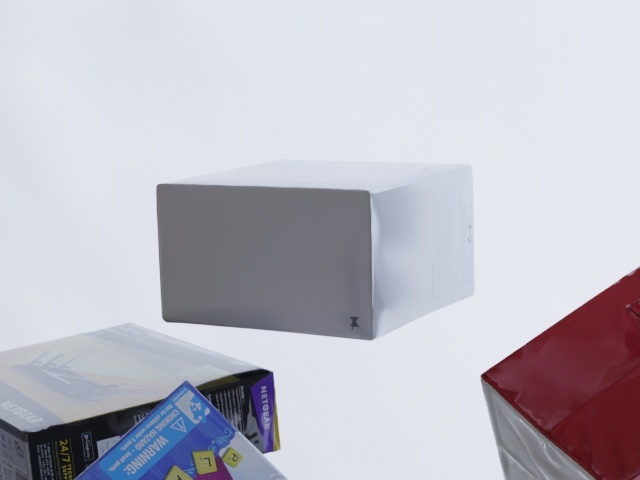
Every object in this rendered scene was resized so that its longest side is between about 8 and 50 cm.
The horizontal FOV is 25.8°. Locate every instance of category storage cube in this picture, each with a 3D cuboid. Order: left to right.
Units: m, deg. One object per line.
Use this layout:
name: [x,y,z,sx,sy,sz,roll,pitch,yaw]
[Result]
storage cube: [0.283,0.178,1.252,0.183,0.193,0.215,42,-23,44]

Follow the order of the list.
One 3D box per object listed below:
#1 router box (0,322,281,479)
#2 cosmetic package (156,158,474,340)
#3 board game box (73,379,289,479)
router box: [-0.220,0.160,1.335,0.308,0.242,0.081,10,-72,56]
cosmetic package: [0.000,0.000,1.321,0.224,0.224,0.138,3,-79,29]
board game box: [-0.095,0.311,0.988,0.318,0.318,0.066,43,-36,7]
